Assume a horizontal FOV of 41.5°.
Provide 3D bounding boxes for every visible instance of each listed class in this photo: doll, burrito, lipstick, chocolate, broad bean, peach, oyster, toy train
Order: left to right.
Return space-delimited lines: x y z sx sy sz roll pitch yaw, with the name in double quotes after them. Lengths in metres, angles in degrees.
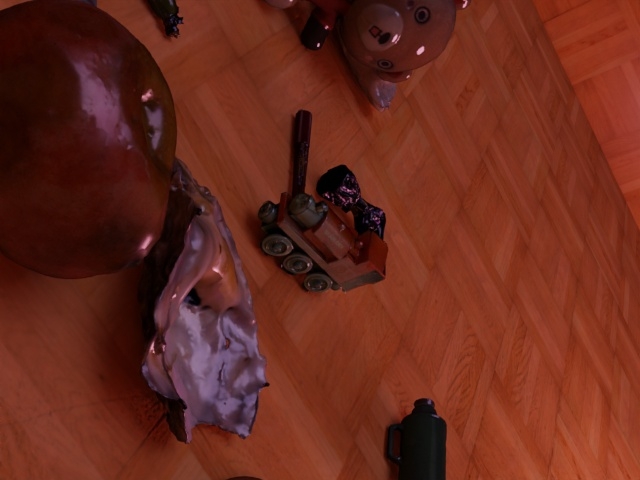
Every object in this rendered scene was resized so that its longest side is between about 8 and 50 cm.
-0.217 -0.079 0.729 0.214 0.214 0.236 -15 80 -60 "peach"
-0.233 -0.400 1.069 0.060 0.043 0.298 -1 73 -70 "broad bean"
-0.136 0.071 0.872 0.275 0.100 0.271 67 16 -52 "oyster"
-0.028 -0.118 1.237 0.027 0.027 0.177 38 43 -41 "lipstick"
0.000 0.000 1.117 0.176 0.118 0.074 47 34 -36 "toy train"
0.044 -0.413 1.494 0.117 0.076 0.392 -56 123 -78 "burrito"
0.053 -0.047 1.300 0.070 0.072 0.147 40 -13 53 "chocolate"
0.063 -0.397 1.355 0.329 0.235 0.174 28 36 -17 "doll"

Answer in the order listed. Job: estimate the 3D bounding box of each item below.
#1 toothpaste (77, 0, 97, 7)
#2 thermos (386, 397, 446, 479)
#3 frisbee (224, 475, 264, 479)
-0.270 -0.292 0.950 0.056 0.036 0.205 23 56 -53 "toothpaste"
0.141 0.314 1.203 0.188 0.083 0.073 -81 160 -43 "thermos"
-0.069 0.371 0.869 0.250 0.021 0.251 37 41 -42 "frisbee"
